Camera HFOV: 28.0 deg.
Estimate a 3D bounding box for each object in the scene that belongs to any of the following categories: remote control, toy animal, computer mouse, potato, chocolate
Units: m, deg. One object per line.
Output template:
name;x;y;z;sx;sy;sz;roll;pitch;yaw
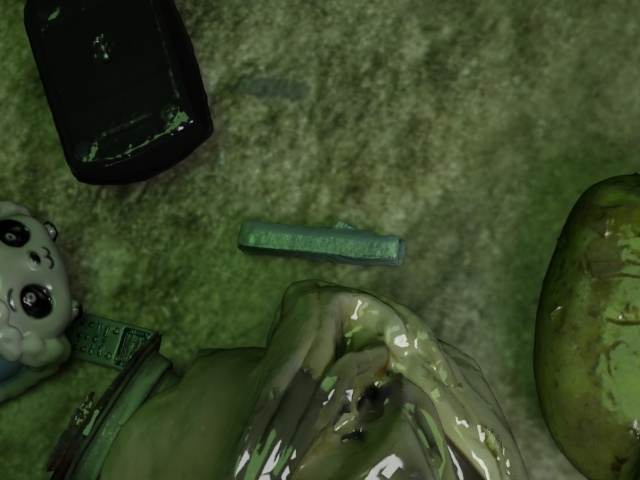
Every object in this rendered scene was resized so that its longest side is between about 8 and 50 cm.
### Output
remote control;-0.236;0.109;1.389;0.124;0.018;0.053;14;77;20
toy animal;-0.372;0.061;1.363;0.204;0.156;0.208;-28;70;22
computer mouse;-0.225;-0.192;1.440;0.170;0.100;0.269;-21;72;12
potato;0.287;0.083;1.183;0.176;0.141;0.298;3;80;31
chocolate;-0.165;0.213;1.261;0.147;0.221;0.221;37;85;6

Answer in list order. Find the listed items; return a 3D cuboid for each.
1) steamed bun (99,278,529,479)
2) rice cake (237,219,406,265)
steamed bun;0.011;0.213;1.109;0.352;0.247;0.339;38;84;-8
rice cake;0.000;0.000;1.349;0.180;0.030;0.042;5;72;17
